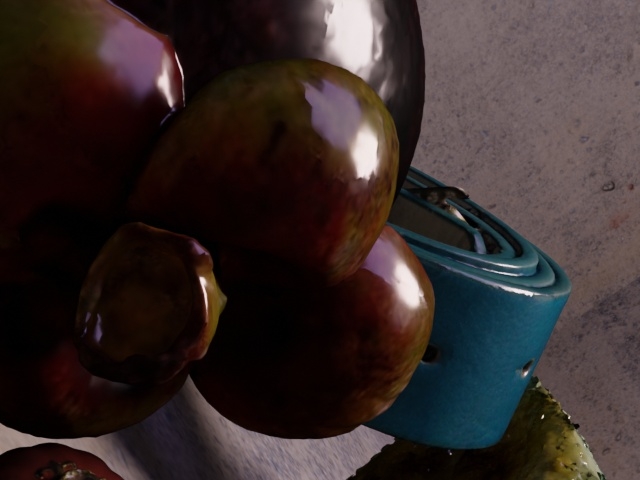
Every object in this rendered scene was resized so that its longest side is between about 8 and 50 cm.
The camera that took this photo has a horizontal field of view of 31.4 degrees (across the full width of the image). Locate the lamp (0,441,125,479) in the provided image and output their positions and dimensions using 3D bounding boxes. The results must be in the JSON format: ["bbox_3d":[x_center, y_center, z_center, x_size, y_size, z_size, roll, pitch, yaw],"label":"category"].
[{"bbox_3d":[-0.132,0.148,0.556,0.101,0.090,0.101,19,43,-19],"label":"lamp"}]

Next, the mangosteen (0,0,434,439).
[{"bbox_3d":[-0.097,-0.077,0.627,0.435,0.382,0.382,45,-3,42],"label":"mangosteen"}]

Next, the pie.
[{"bbox_3d":[0.102,0.246,0.950,0.103,0.288,0.355,54,10,-22],"label":"pie"}]

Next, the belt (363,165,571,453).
[{"bbox_3d":[0.001,0.000,0.974,0.436,0.173,0.300,30,15,38],"label":"belt"}]
